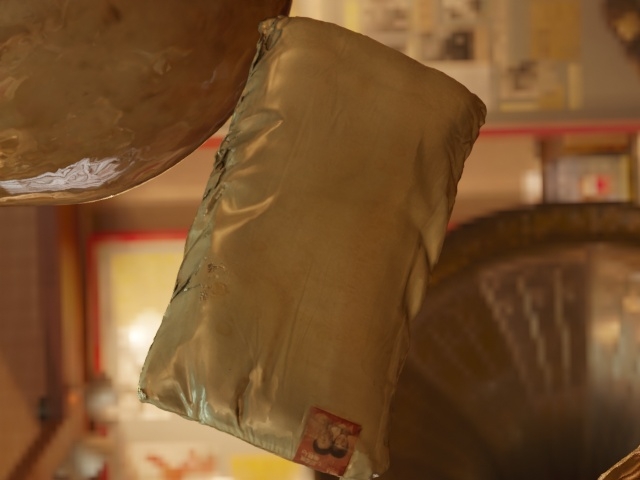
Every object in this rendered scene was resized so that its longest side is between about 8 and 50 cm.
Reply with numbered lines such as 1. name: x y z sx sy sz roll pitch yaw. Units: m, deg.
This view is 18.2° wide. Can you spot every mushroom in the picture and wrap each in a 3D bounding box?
1. mushroom: -0.174 -0.174 1.166 0.297 0.297 0.290 84 166 -56

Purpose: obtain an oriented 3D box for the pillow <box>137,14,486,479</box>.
1. pillow: 0.000 0.000 0.997 0.051 0.128 0.229 115 173 -69

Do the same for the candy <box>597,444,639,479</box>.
1. candy: 0.262 0.240 1.237 0.118 0.260 0.260 71 -162 -77
